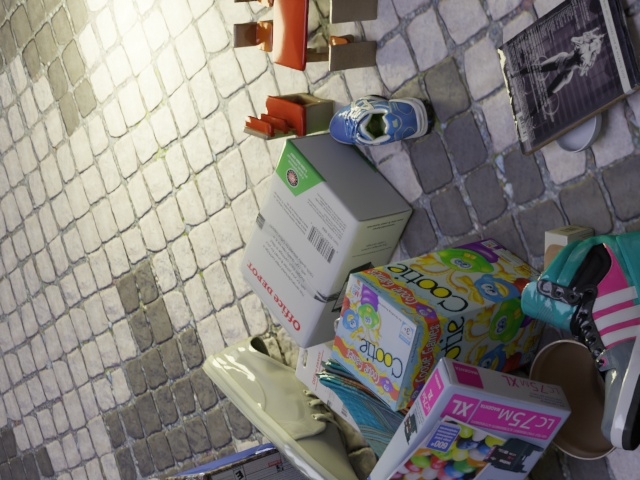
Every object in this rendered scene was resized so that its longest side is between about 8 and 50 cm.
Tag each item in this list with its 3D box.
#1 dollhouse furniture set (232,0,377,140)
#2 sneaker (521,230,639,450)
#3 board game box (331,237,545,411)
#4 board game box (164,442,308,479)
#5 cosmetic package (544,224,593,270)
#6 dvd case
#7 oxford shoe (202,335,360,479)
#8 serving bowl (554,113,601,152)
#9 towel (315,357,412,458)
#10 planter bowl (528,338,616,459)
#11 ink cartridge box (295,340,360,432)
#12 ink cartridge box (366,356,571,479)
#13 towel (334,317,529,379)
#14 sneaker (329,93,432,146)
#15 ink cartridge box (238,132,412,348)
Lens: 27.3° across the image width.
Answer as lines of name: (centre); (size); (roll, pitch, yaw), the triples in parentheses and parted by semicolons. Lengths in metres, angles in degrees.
dollhouse furniture set: (-0.049, -0.300, 2.118); (0.262, 0.135, 0.259); (22, 117, 46)
sneaker: (0.334, 0.111, 1.634); (0.178, 0.295, 0.124); (5, 148, 23)
board game box: (0.174, 0.112, 1.848); (0.144, 0.275, 0.142); (38, 128, 38)
board game box: (-0.116, 0.530, 2.371); (0.141, 0.232, 0.291); (-19, 85, 53)
cosmetic package: (0.339, 0.041, 1.797); (0.041, 0.060, 0.115); (15, 113, 48)
dvd case: (0.326, -0.230, 1.741); (0.221, 0.018, 0.164); (-33, 61, 51)
oxford shoe: (-0.035, 0.315, 2.290); (0.449, 0.130, 0.169); (42, 171, 35)
serving bowl: (0.345, -0.157, 1.750); (0.083, 0.027, 0.083); (-5, 84, 55)
towel: (0.161, 0.339, 1.963); (0.271, 0.040, 0.370); (20, 151, 48)
planter bowl: (0.374, 0.200, 1.759); (0.162, 0.109, 0.162); (18, 113, 47)
ink cartridge box: (0.041, 0.229, 2.224); (0.180, 0.060, 0.104); (37, 128, 39)
ink cartridge box: (0.179, 0.302, 1.761); (0.065, 0.186, 0.311); (-102, 34, -51)
towel: (0.174, 0.179, 1.942); (0.282, 0.187, 0.049); (37, 123, 40)
sneaker: (0.076, -0.186, 2.041); (0.211, 0.081, 0.080); (-5, 98, 53)
ink cartridge box: (0.000, 0.000, 2.157); (0.211, 0.121, 0.289); (50, 135, 30)
